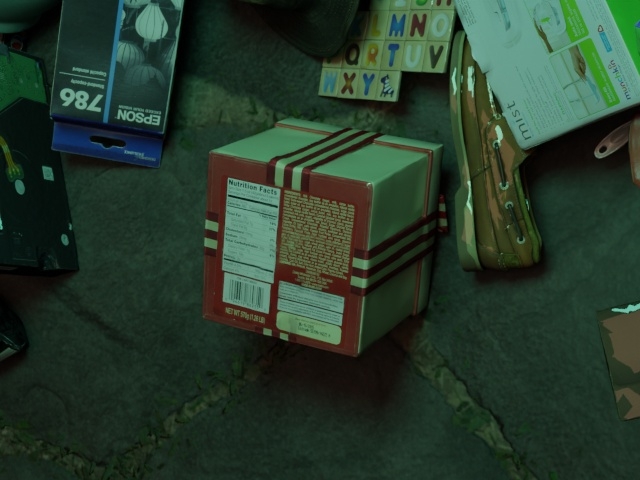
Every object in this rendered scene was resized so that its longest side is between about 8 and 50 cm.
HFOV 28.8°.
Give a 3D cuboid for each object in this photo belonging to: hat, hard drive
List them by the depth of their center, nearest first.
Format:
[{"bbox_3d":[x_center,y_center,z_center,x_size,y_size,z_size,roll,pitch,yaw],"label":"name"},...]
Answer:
[{"bbox_3d":[-0.086,-0.383,1.623,0.331,0.134,0.331,35,136,43],"label":"hat"},{"bbox_3d":[-0.463,-0.119,1.792,0.064,0.237,0.338,-14,81,22],"label":"hard drive"}]

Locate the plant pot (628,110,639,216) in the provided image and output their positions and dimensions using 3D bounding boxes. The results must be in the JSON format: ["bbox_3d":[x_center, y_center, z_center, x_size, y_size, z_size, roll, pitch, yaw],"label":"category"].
[{"bbox_3d":[0.494,-0.075,1.361,0.265,0.272,0.272,-12,82,27],"label":"plant pot"}]

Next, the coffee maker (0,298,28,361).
[{"bbox_3d":[-0.555,0.155,1.848,0.178,0.171,0.120,-40,56,14],"label":"coffee maker"}]

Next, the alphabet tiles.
[{"bbox_3d":[0.088,-0.280,1.627,0.237,0.009,0.198,12,94,50],"label":"alphabet tiles"}]

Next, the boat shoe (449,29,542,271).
[{"bbox_3d":[0.225,-0.114,1.570,0.104,0.111,0.307,-3,95,20],"label":"boat shoe"}]

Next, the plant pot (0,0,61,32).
[{"bbox_3d":[-0.471,-0.428,1.818,0.293,0.293,0.196,42,130,20],"label":"plant pot"}]

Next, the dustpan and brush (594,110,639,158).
[{"bbox_3d":[0.420,-0.166,1.504,0.211,0.060,0.147,-41,72,16],"label":"dustpan and brush"}]

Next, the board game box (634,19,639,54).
[{"bbox_3d":[0.507,-0.264,1.272,0.317,0.046,0.213,-42,48,-15],"label":"board game box"}]

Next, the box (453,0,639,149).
[{"bbox_3d":[0.284,-0.264,1.434,0.231,0.127,0.262,-23,93,60],"label":"box"}]

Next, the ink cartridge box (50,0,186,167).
[{"bbox_3d":[-0.281,-0.260,1.732,0.165,0.065,0.332,8,111,-6],"label":"ink cartridge box"}]

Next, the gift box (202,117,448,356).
[{"bbox_3d":[0.000,0.000,1.578,0.255,0.258,0.276,17,113,22],"label":"gift box"}]

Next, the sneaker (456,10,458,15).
[{"bbox_3d":[0.195,-0.311,1.627,0.083,0.037,0.032,-10,81,21],"label":"sneaker"}]

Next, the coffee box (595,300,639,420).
[{"bbox_3d":[0.419,0.115,1.355,0.168,0.297,0.118,-15,81,22],"label":"coffee box"}]

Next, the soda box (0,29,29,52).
[{"bbox_3d":[-0.539,-0.313,1.935,0.169,0.060,0.053,8,88,25],"label":"soda box"}]
